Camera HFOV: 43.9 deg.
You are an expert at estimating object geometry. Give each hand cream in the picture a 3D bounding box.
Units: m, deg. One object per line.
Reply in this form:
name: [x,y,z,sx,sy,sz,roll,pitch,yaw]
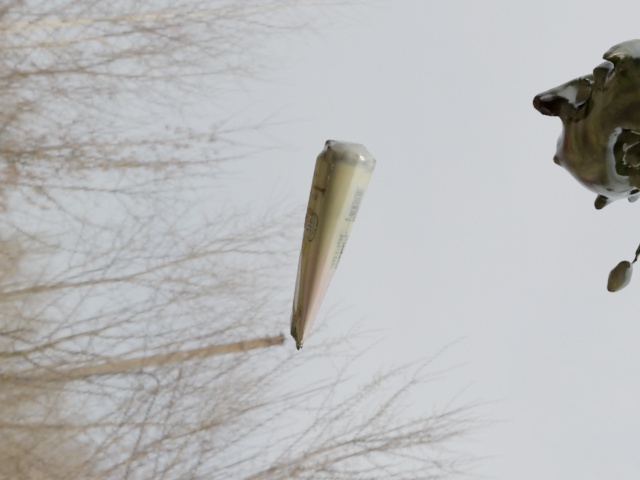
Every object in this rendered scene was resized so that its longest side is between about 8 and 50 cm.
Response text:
hand cream: [0.000,0.000,0.546,0.061,0.039,0.143,-123,-131,-72]

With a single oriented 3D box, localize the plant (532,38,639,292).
plant: [0.359,-0.141,0.765,0.180,0.333,0.251,2,-44,52]
